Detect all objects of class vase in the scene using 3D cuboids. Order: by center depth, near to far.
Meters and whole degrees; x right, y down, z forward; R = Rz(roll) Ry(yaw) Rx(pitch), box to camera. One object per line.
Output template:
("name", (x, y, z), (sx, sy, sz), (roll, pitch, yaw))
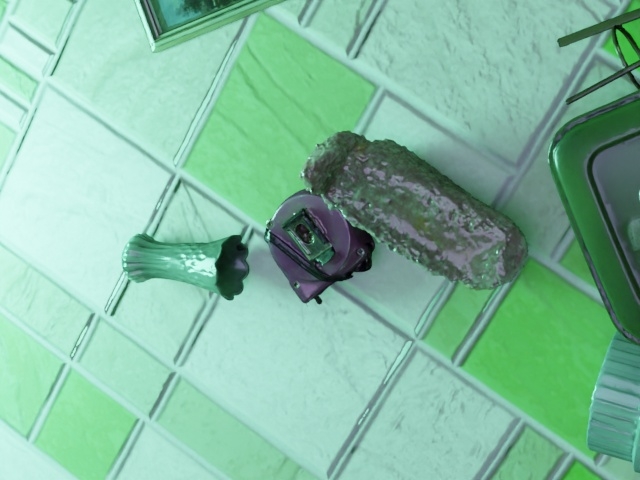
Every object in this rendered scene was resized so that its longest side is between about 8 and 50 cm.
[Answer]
("vase", (-0.170, 0.027, 1.753), (0.148, 0.081, 0.081), (5, 104, 27))

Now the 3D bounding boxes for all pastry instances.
("pastry", (0.107, -0.035, 1.601), (0.265, 0.112, 0.103), (32, 100, 1))

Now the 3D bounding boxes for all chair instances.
("chair", (0.353, -0.207, 1.462), (0.221, 0.104, 0.095), (-23, 76, 29))

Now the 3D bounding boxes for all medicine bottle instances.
("medicine bottle", (0.444, 0.193, 1.477), (0.318, 0.158, 0.158), (14, 107, 20))

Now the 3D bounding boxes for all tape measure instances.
("tape measure", (0.000, 0.000, 1.670), (0.118, 0.074, 0.125), (-40, 87, 25))

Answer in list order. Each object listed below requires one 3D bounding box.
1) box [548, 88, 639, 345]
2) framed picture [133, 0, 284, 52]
("box", (0.420, -0.062, 1.421), (0.328, 0.178, 0.253), (-21, 95, 24))
("framed picture", (-0.158, -0.394, 1.678), (0.232, 0.019, 0.296), (-18, 94, 26))
